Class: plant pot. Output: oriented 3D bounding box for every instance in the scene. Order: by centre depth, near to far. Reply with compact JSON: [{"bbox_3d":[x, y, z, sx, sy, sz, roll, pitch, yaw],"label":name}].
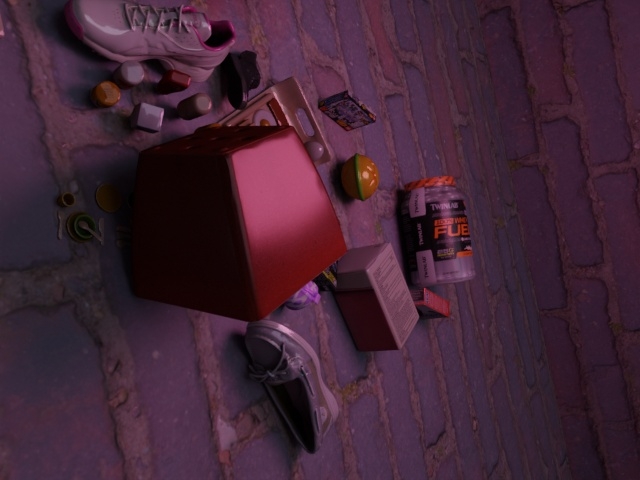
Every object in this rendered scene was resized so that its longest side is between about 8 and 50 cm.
[{"bbox_3d":[-0.145,-0.053,0.922,0.267,0.267,0.235,-35,123,-50],"label":"plant pot"}]

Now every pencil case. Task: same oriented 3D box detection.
[{"bbox_3d":[-0.087,0.061,1.179,0.206,0.088,0.086,50,48,-36],"label":"pencil case"}]

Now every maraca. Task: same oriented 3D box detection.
[{"bbox_3d":[0.107,-0.168,1.507,0.186,0.099,0.127,-39,124,-79],"label":"maraca"}]

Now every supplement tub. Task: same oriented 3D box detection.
[{"bbox_3d":[0.350,-0.025,1.720,0.193,0.194,0.316,-3,83,-55],"label":"supplement tub"}]

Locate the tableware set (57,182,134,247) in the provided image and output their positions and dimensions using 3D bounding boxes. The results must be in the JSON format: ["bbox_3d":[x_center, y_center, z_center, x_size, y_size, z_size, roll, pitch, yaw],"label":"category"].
[{"bbox_3d":[-0.343,-0.044,0.905,0.154,0.024,0.104,10,73,-52],"label":"tableware set"}]

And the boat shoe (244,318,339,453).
[{"bbox_3d":[-0.060,0.289,1.136,0.320,0.118,0.103,66,32,-29],"label":"boat shoe"}]

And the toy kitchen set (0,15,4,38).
[{"bbox_3d":[-0.498,-0.263,0.622,0.207,0.166,0.122,-23,100,-54],"label":"toy kitchen set"}]

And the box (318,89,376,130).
[{"bbox_3d":[0.072,-0.340,1.499,0.137,0.094,0.027,26,61,-48],"label":"box"}]

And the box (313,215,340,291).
[{"bbox_3d":[0.000,0.000,1.300,0.190,0.045,0.184,55,38,-60],"label":"box"}]

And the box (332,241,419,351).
[{"bbox_3d":[0.135,0.144,1.432,0.148,0.127,0.232,-44,117,-49],"label":"box"}]

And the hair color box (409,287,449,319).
[{"bbox_3d":[0.305,0.190,1.687,0.167,0.093,0.053,30,58,-47],"label":"hair color box"}]

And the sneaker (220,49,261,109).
[{"bbox_3d":[-0.157,-0.338,1.199,0.089,0.051,0.170,10,54,-48],"label":"sneaker"}]

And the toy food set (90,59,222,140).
[{"bbox_3d":[-0.286,-0.238,1.002,0.232,0.104,0.111,11,86,-34],"label":"toy food set"}]

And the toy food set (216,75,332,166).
[{"bbox_3d":[-0.091,-0.204,1.237,0.306,0.092,0.219,-51,122,-47],"label":"toy food set"}]

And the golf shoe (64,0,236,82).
[{"bbox_3d":[-0.277,-0.367,0.975,0.306,0.140,0.115,-5,76,-54],"label":"golf shoe"}]
